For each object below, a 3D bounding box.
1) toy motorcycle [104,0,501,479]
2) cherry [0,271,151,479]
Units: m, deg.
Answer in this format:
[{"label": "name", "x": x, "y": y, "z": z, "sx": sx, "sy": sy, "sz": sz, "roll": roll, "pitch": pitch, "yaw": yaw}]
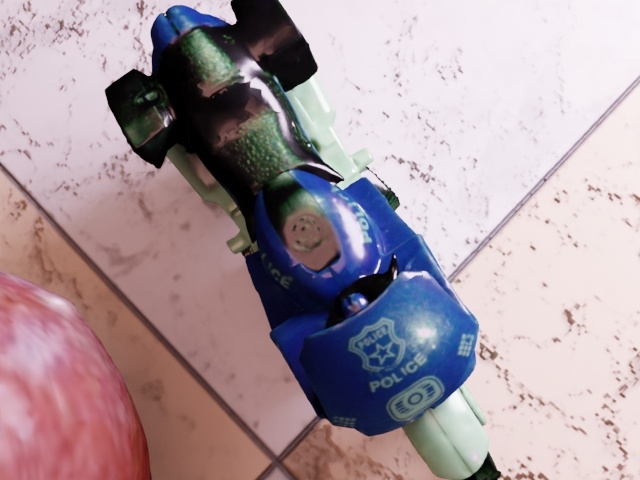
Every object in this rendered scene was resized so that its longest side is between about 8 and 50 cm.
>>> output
[{"label": "toy motorcycle", "x": 0.000, "y": 0.000, "z": 0.539, "sx": 0.125, "sy": 0.196, "sz": 0.331, "roll": -34, "pitch": 71, "yaw": 2}, {"label": "cherry", "x": -0.270, "y": 0.158, "z": 0.499, "sx": 0.326, "sy": 0.335, "sz": 0.291, "roll": -30, "pitch": 85, "yaw": 27}]
